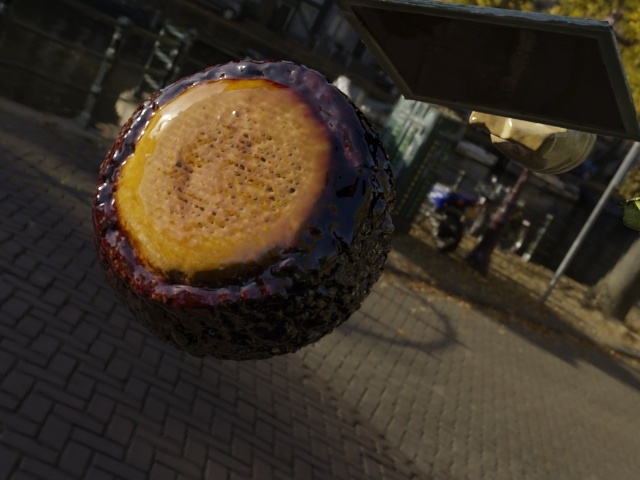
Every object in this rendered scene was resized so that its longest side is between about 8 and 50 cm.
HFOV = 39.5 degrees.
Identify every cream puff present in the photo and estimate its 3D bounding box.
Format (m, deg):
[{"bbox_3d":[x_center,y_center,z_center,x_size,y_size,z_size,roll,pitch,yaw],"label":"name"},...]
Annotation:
[{"bbox_3d":[-0.056,-0.020,0.696,0.239,0.239,0.165,35,-11,25],"label":"cream puff"}]

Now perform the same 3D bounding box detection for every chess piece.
[{"bbox_3d":[0.313,-0.156,1.295,0.137,0.137,0.301,32,16,18],"label":"chess piece"}]

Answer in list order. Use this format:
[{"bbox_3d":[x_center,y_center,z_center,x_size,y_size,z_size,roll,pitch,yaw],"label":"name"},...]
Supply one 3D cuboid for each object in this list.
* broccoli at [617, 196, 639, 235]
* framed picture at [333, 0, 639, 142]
[{"bbox_3d":[0.495,0.017,1.096,0.243,0.180,0.273,0,-9,-37],"label":"broccoli"},{"bbox_3d":[0.178,-0.183,0.928,0.293,0.018,0.231,16,-12,30],"label":"framed picture"}]
